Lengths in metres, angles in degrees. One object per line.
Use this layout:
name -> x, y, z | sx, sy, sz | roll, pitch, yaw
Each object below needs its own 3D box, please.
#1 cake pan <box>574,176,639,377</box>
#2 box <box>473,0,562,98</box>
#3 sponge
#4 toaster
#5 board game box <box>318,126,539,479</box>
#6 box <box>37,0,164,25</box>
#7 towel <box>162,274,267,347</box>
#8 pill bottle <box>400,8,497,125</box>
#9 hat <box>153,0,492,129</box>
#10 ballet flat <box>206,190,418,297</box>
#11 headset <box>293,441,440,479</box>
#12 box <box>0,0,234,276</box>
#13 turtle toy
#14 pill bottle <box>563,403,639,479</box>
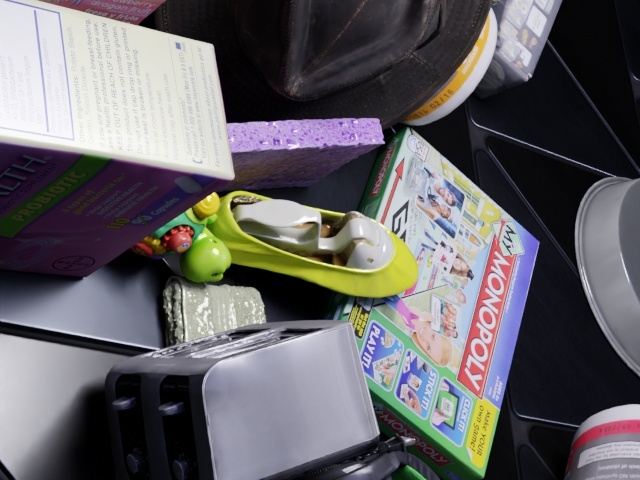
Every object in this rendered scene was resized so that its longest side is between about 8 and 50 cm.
cake pan -> 0.433, 0.047, 1.667 | 0.293, 0.054, 0.293 | 21, 56, -35
box -> 0.173, -0.415, 1.586 | 0.318, 0.097, 0.395 | 40, 59, -25
sponge -> -0.050, -0.077, 1.228 | 0.210, 0.117, 0.031 | -6, 76, -45
toaster -> -0.057, 0.132, 1.043 | 0.186, 0.168, 0.110 | -14, 95, -34
board game box -> 0.112, 0.061, 1.363 | 0.213, 0.046, 0.317 | 39, 47, -21
box -> -0.265, -0.282, 1.115 | 0.300, 0.142, 0.154 | 3, 68, -42
towel -> -0.085, 0.105, 1.166 | 0.110, 0.027, 0.148 | 11, 62, -41
pill bottle -> 0.036, -0.246, 1.356 | 0.278, 0.162, 0.162 | 30, 51, -34
hat -> 0.016, -0.205, 1.199 | 0.331, 0.331, 0.134 | 35, 18, -26
ballet flat -> 0.000, 0.000, 1.224 | 0.231, 0.077, 0.077 | 12, 55, -21
headset -> 0.037, 0.272, 1.078 | 0.394, 0.185, 0.243 | 22, 54, -48
box -> -0.227, -0.070, 0.986 | 0.243, 0.213, 0.117 | 9, 63, -41
turtle toy -> -0.130, -0.012, 1.141 | 0.130, 0.095, 0.066 | 30, 69, -22
pill bottle -> 0.308, 0.334, 1.308 | 0.176, 0.176, 0.318 | 41, 46, -20
